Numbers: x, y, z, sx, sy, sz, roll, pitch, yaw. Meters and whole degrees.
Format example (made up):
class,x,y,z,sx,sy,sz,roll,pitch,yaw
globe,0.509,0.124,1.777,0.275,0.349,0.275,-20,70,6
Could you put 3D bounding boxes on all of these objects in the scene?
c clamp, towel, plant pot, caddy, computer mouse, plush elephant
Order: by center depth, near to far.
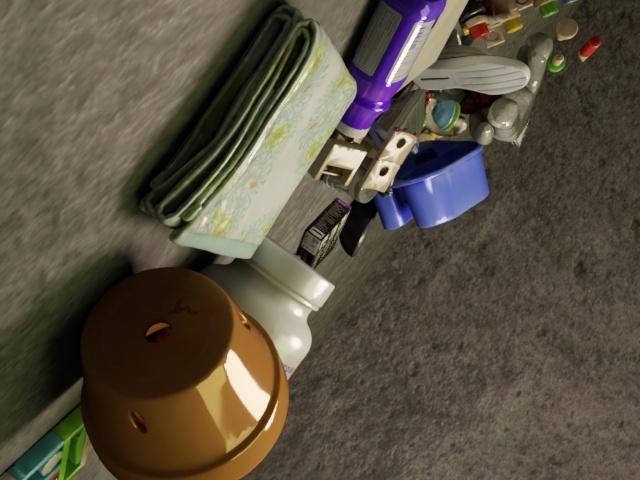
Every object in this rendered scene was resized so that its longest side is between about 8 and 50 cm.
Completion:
class,x,y,z,sx,sy,sz,roll,pitch,yaw
plant pot,-0.199,0.173,1.220,0.291,0.291,0.203,-49,152,-26
towel,-0.076,-0.128,1.232,0.320,0.090,0.374,-54,170,3
c clamp,0.138,-0.150,1.737,0.137,0.022,0.161,-106,-153,-59
plush elephant,0.386,-0.361,2.188,0.272,0.255,0.330,-61,164,-14
caddy,0.270,-0.159,2.264,0.241,0.179,0.341,-4,-160,45
computer mouse,0.103,-0.060,2.354,0.188,0.072,0.272,-64,178,38

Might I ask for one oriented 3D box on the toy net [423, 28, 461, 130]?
class,x,y,z,sx,sy,sz,roll,pitch,yaw
toy net,0.275,-0.352,2.002,0.122,0.045,0.232,-13,-119,67

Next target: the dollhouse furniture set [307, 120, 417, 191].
class,x,y,z,sx,sy,sz,roll,pitch,yaw
dollhouse furniture set,0.052,-0.186,1.631,0.183,0.129,0.129,7,122,-44

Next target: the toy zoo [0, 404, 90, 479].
class,x,y,z,sx,sy,sz,roll,pitch,yaw
toy zoo,-0.460,0.390,1.367,0.293,0.030,0.192,-45,167,-40

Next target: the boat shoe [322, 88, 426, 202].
class,x,y,z,sx,sy,sz,roll,pitch,yaw
boat shoe,0.126,-0.212,1.895,0.320,0.103,0.118,-55,155,-28

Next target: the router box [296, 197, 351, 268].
class,x,y,z,sx,sy,sz,roll,pitch,yaw
router box,0.000,0.000,2.120,0.133,0.046,0.179,-47,168,-36

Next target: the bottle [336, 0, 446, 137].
class,x,y,z,sx,sy,sz,roll,pitch,yaw
bottle,0.103,-0.295,1.472,0.118,0.092,0.283,-41,164,-50

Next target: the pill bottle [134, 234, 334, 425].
class,x,y,z,sx,sy,sz,roll,pitch,yaw
pill bottle,-0.163,0.189,1.490,0.408,0.229,0.229,-54,170,0

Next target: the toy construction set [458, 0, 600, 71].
class,x,y,z,sx,sy,sz,roll,pitch,yaw
toy construction set,0.422,-0.464,1.852,0.257,0.309,0.237,-46,175,3

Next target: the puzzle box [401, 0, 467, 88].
class,x,y,z,sx,sy,sz,roll,pitch,yaw
puzzle box,0.218,-0.450,1.601,0.272,0.052,0.409,-42,164,-47

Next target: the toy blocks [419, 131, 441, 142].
class,x,y,z,sx,sy,sz,roll,pitch,yaw
toy blocks,0.345,-0.342,2.530,0.148,0.054,0.123,-48,169,-30

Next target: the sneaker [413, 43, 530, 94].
class,x,y,z,sx,sy,sz,roll,pitch,yaw
sneaker,0.313,-0.366,1.866,0.091,0.258,0.094,-63,145,-27

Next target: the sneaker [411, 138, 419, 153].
class,x,y,z,sx,sy,sz,roll,pitch,yaw
sneaker,0.205,-0.259,2.109,0.087,0.083,0.221,-62,173,2

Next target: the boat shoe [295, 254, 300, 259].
class,x,y,z,sx,sy,sz,roll,pitch,yaw
boat shoe,-0.085,0.121,2.095,0.065,0.083,0.183,-100,-168,-67
